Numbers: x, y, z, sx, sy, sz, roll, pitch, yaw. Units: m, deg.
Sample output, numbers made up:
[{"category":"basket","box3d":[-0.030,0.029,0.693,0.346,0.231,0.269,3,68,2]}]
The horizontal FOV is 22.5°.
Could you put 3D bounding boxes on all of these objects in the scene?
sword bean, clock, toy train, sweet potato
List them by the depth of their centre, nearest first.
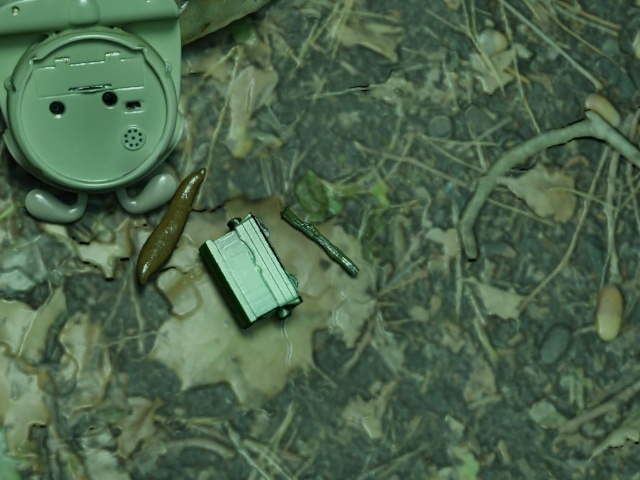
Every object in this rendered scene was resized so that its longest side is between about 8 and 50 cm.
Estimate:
[{"category":"clock","box3d":[-0.179,-0.107,1.264,0.151,0.062,0.191,-8,107,-10]},{"category":"toy train","box3d":[-0.057,0.027,1.305,0.056,0.038,0.093,-29,85,-18]},{"category":"sweet potato","box3d":[-0.123,-0.011,1.305,0.026,0.026,0.115,28,65,-7]},{"category":"sword bean","box3d":[0.000,0.000,1.343,0.083,0.012,0.012,40,69,-1]}]

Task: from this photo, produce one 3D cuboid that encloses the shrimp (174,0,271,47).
[{"category":"shrimp","box3d":[-0.137,-0.224,1.344,0.254,0.059,0.145,-30,75,-16]}]
